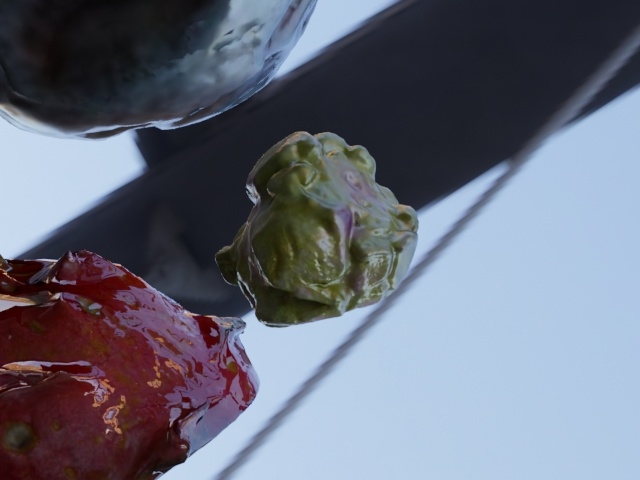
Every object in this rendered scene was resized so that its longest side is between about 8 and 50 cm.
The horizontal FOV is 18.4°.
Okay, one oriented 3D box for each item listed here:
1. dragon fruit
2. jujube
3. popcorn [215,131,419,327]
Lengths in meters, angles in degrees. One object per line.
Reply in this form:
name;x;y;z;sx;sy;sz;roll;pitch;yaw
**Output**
dragon fruit;-0.106;0.043;0.711;0.153;0.153;0.111;-18;-74;52
jujube;-0.095;-0.166;0.916;0.226;0.317;0.226;1;-73;2
popcorn;0.000;0.000;1.041;0.097;0.109;0.089;22;-55;-6
